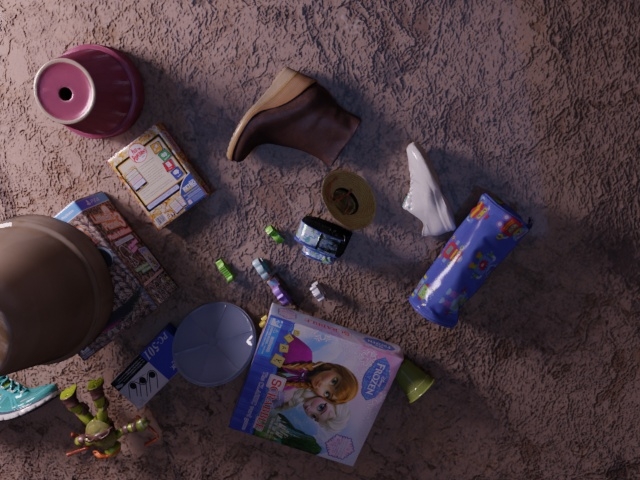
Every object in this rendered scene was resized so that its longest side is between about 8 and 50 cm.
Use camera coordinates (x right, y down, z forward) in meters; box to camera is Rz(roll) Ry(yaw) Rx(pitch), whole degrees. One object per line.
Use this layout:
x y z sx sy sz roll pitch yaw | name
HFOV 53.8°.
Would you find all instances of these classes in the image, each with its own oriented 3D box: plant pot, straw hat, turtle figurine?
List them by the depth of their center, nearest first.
-0.616 0.134 1.240 0.323 0.280 0.323 1 105 5 | plant pot
-0.494 -0.312 1.323 0.201 0.180 0.201 1 102 4 | plant pot
0.047 -0.082 1.386 0.144 0.144 0.061 53 143 -7 | straw hat
0.209 0.319 1.465 0.083 0.083 0.079 -45 83 13 | plant pot
-0.545 0.450 1.529 0.269 0.087 0.217 -14 110 17 | turtle figurine

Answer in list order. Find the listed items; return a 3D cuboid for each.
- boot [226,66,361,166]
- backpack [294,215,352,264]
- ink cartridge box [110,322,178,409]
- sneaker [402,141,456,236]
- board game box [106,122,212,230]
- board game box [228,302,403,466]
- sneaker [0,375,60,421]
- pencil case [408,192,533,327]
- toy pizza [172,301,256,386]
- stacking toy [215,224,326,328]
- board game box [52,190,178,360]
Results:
-0.060 -0.221 1.350 0.207 0.090 0.248 39 100 -2 | boot
0.000 0.000 1.390 0.114 0.105 0.084 25 103 4 | backpack
-0.401 0.304 1.525 0.097 0.046 0.207 44 102 -7 | ink cartridge box
0.215 -0.104 1.367 0.094 0.080 0.212 -20 102 21 | sneaker
-0.360 -0.142 1.418 0.146 0.045 0.193 -33 98 12 | board game box
-0.015 0.339 1.461 0.317 0.066 0.319 19 109 -6 | board game box
-0.779 0.382 1.551 0.275 0.107 0.110 -9 93 7 | sneaker
0.322 0.047 1.367 0.133 0.119 0.306 25 105 -34 | pencil case
-0.244 0.240 1.460 0.201 0.032 0.201 -4 63 9 | toy pizza
-0.113 0.095 1.449 0.167 0.052 0.221 -36 97 11 | stacking toy
-0.516 0.077 1.433 0.232 0.141 0.291 -36 98 12 | board game box
